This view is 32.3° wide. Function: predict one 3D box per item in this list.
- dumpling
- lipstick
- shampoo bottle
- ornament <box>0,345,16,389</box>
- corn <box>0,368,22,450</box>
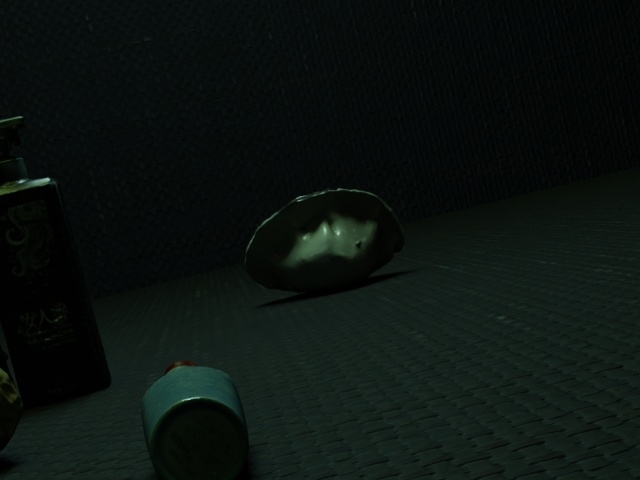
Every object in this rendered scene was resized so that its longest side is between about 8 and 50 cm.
[{"bbox_3d":[0.000,0.000,1.669,0.247,0.172,0.142,-19,33,4],"label":"dumpling"},{"bbox_3d":[-0.091,0.116,0.772,0.068,0.061,0.274,-16,3,-8],"label":"lipstick"},{"bbox_3d":[-0.316,0.021,1.211,0.098,0.309,0.071,-15,2,-6],"label":"shampoo bottle"},{"bbox_3d":[-0.448,0.151,1.163,0.166,0.153,0.196,-13,12,25],"label":"ornament"},{"bbox_3d":[-0.351,0.154,0.981,0.098,0.098,0.290,-16,0,-36],"label":"corn"}]
